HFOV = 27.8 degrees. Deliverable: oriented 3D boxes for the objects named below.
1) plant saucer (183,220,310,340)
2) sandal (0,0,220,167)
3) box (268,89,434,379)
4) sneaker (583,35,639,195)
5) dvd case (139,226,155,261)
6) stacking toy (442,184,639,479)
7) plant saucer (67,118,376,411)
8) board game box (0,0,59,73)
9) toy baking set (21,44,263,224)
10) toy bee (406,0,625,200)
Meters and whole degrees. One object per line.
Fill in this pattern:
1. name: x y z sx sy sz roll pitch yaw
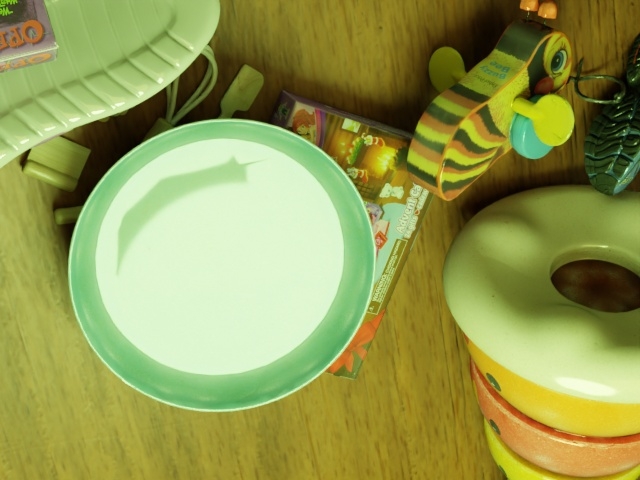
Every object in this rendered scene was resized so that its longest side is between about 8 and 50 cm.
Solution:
1. plant saucer: -0.081 0.041 1.388 0.168 0.029 0.169 -3 108 -9
2. sandal: -0.291 -0.157 1.246 0.416 0.102 0.169 -33 93 -14
3. box: 0.000 0.000 1.450 0.200 0.057 0.293 15 105 -25
4. sneaker: 0.387 -0.145 1.513 0.087 0.083 0.221 38 77 -37
5. dvd case: -0.206 0.040 1.381 0.087 0.013 0.120 -4 115 22
6. stacking toy: 0.305 0.206 1.553 0.350 0.351 0.480 -12 130 -17
7. plant saucer: -0.101 0.025 1.340 0.317 0.044 0.318 -3 108 -9
8. board game box: -0.429 -0.221 1.144 0.346 0.056 0.208 -15 82 -15
9. toy baking set: -0.181 -0.110 1.349 0.256 0.030 0.197 -3 112 -21
10. toy bee: 0.204 -0.180 1.403 0.298 0.195 0.162 -51 144 -42
